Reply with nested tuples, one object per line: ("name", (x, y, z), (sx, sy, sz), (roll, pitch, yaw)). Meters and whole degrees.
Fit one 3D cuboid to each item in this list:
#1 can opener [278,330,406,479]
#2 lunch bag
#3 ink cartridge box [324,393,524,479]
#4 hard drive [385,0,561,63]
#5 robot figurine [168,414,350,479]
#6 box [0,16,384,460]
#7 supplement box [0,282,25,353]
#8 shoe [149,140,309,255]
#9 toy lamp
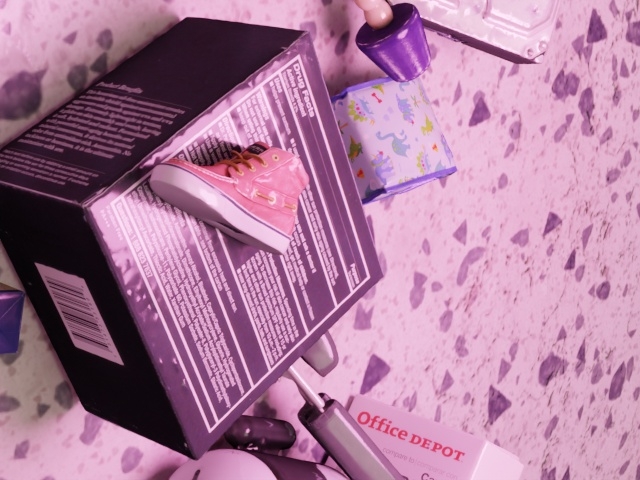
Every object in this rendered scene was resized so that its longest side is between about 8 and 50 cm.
("can opener", (0.019, 0.192, 1.523), (0.093, 0.074, 0.280), (-37, 104, -9))
("lunch bag", (0.079, -0.117, 1.529), (0.151, 0.096, 0.129), (-21, 90, -38))
("ink cartridge box", (0.089, 0.351, 1.635), (0.117, 0.207, 0.283), (37, 73, -51))
("hard drive", (0.196, -0.397, 1.557), (0.237, 0.064, 0.339), (17, 90, -25))
("robot figurine", (-0.059, 0.320, 1.484), (0.173, 0.209, 0.278), (-50, 144, 14))
("box", (-0.122, -0.010, 1.286), (0.294, 0.183, 0.296), (-41, 129, -32))
("supplement box", (-0.314, 0.062, 1.163), (0.083, 0.083, 0.056), (1, 102, -50))
("shoe", (-0.073, -0.052, 1.149), (0.178, 0.063, 0.081), (32, 75, -53))
("toy lamp", (0.034, -0.285, 1.424), (0.080, 0.080, 0.275), (-50, 124, -26))
